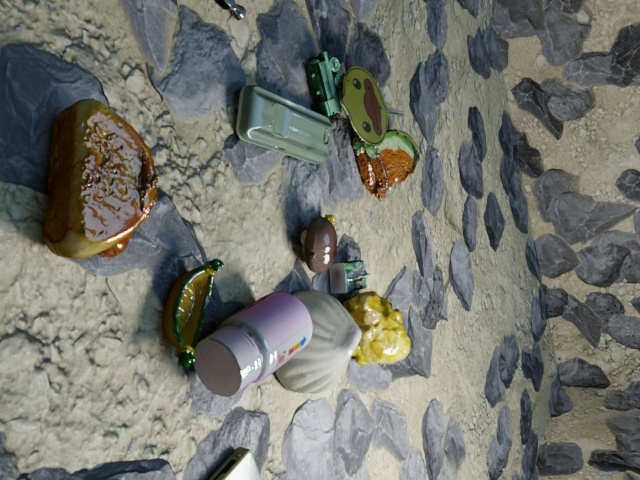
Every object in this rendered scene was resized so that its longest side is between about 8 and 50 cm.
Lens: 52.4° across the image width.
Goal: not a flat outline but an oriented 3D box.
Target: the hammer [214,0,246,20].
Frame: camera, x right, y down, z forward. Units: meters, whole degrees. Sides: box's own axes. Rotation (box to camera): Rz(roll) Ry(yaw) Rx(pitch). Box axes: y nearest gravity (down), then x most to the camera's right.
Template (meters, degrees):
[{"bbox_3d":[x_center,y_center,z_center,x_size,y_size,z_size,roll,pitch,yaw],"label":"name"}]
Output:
[{"bbox_3d":[-0.198,-0.659,1.469,0.137,0.037,0.290,31,62,-53],"label":"hammer"}]

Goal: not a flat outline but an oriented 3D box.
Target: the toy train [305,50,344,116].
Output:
[{"bbox_3d":[0.014,-0.417,1.741,0.111,0.071,0.171,-33,115,-45],"label":"toy train"}]

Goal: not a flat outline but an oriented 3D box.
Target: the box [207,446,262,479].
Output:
[{"bbox_3d":[-0.206,0.591,1.339,0.270,0.045,0.211,-42,121,-50],"label":"box"}]

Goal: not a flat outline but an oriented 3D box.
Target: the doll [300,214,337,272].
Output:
[{"bbox_3d":[-0.001,0.008,1.672,0.188,0.096,0.145,-36,136,-80],"label":"doll"}]

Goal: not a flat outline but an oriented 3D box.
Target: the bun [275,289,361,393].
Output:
[{"bbox_3d":[0.016,0.249,1.591,0.263,0.175,0.263,4,85,-55],"label":"bun"}]

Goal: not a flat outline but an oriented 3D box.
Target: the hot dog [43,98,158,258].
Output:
[{"bbox_3d":[-0.361,-0.093,1.082,0.153,0.150,0.257,10,78,-47],"label":"hot dog"}]

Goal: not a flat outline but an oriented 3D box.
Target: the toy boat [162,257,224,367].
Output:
[{"bbox_3d":[-0.251,0.138,1.273,0.089,0.088,0.230,44,52,-47],"label":"toy boat"}]

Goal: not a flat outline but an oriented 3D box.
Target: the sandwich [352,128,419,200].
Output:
[{"bbox_3d":[0.196,-0.241,1.971,0.292,0.109,0.212,-31,119,-50],"label":"sandwich"}]

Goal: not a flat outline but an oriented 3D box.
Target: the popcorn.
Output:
[{"bbox_3d":[0.152,0.248,1.784,0.253,0.190,0.191,36,67,-53],"label":"popcorn"}]

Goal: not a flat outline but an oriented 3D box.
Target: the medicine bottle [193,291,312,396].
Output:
[{"bbox_3d":[-0.140,0.216,1.379,0.254,0.152,0.152,-28,110,-53],"label":"medicine bottle"}]

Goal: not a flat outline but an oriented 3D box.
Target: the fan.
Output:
[{"bbox_3d":[0.151,-0.374,1.828,0.335,0.011,0.230,-7,84,-54],"label":"fan"}]

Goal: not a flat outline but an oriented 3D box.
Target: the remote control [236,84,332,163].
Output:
[{"bbox_3d":[-0.076,-0.276,1.587,0.335,0.065,0.128,8,90,-56],"label":"remote control"}]

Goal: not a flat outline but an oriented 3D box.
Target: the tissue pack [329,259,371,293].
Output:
[{"bbox_3d":[0.085,0.099,1.790,0.111,0.079,0.085,-4,90,-56],"label":"tissue pack"}]
